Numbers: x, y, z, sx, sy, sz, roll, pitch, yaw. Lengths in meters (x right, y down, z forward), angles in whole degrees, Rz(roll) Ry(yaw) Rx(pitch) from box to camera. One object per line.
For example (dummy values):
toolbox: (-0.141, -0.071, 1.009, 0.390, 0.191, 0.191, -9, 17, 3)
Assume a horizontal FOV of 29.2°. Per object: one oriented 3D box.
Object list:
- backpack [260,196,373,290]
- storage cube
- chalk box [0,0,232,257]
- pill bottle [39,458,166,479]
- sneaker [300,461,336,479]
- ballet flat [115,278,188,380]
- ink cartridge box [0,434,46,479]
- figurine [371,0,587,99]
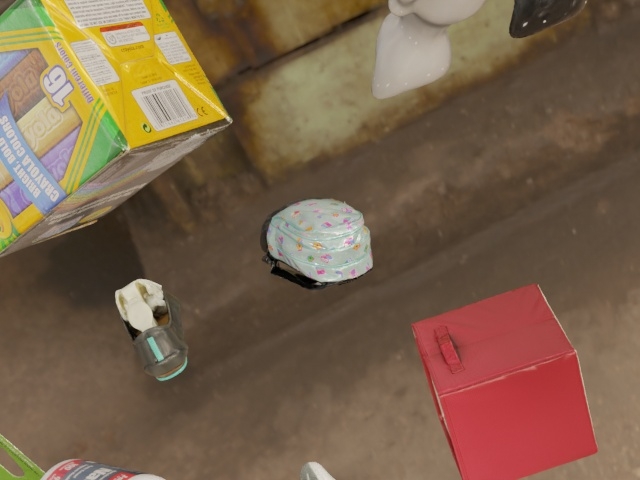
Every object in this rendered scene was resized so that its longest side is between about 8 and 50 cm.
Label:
backpack: (0.000, 0.000, 1.872, 0.152, 0.115, 0.182, -25, 28, -20)
storage cube: (0.255, 0.206, 1.715, 0.193, 0.215, 0.183, -19, 29, 1)
chalk box: (-0.200, -0.081, 0.906, 0.213, 0.132, 0.132, -31, -2, 33)
pill bottle: (-0.202, 0.287, 1.250, 0.180, 0.108, 0.108, 1, 51, 39)
sneaker: (0.033, 0.321, 1.442, 0.061, 0.053, 0.152, -25, 69, -39)
ballet flat: (-0.258, 0.113, 1.861, 0.095, 0.096, 0.280, -33, 24, -7)
ink cartridge box: (-0.440, 0.303, 1.414, 0.255, 0.189, 0.097, -32, 19, 40)
figurine: (0.131, -0.192, 0.905, 0.215, 0.209, 0.092, -26, 73, -13)
